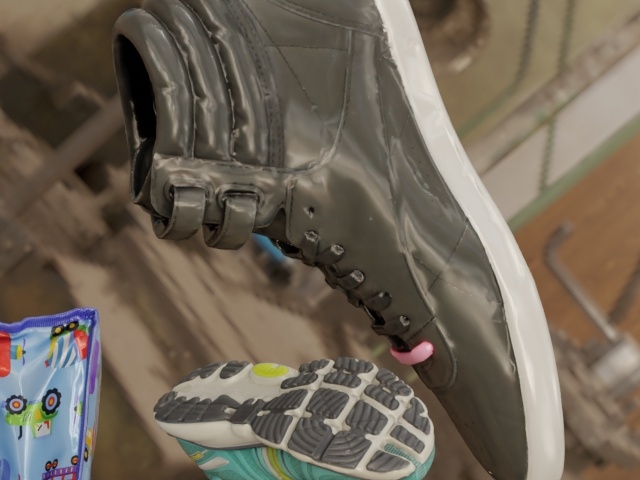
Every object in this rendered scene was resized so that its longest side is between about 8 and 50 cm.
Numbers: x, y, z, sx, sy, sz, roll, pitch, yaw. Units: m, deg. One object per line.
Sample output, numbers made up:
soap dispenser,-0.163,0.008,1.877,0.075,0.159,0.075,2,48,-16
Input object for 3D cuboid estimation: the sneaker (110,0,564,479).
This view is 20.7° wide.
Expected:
sneaker,0.000,0.000,0.798,0.296,0.147,0.104,66,-16,0

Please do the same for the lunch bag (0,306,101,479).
lunch bag,-0.234,0.232,1.394,0.221,0.138,0.293,113,-30,-63

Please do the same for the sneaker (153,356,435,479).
sneaker,-0.011,0.160,1.401,0.275,0.107,0.110,3,-51,45
